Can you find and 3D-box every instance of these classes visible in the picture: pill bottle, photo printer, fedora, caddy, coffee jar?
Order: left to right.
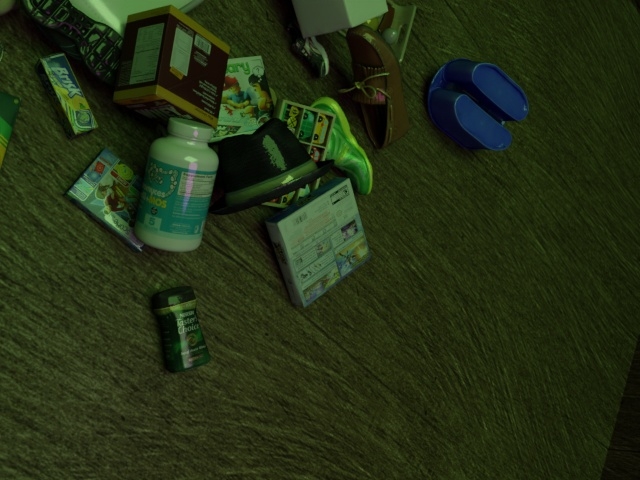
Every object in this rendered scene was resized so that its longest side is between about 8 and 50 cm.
[{"bbox_3d":[-0.442,-0.577,1.420,0.307,0.107,0.256,-47,112,-31],"label":"photo printer"},{"bbox_3d":[-0.300,-0.119,1.342,0.146,0.146,0.264,5,107,-36],"label":"pill bottle"},{"bbox_3d":[-0.315,0.198,1.432,0.096,0.079,0.185,-15,92,-37],"label":"coffee jar"},{"bbox_3d":[-0.133,-0.176,1.407,0.334,0.334,0.153,-31,104,-35],"label":"fedora"},{"bbox_3d":[0.500,-0.435,2.059,0.341,0.179,0.241,30,91,-30],"label":"caddy"}]

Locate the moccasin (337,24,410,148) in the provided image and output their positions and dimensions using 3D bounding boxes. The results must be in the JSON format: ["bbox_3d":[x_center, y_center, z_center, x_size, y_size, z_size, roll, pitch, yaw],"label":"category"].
[{"bbox_3d":[0.142,-0.418,1.766,0.147,0.139,0.380,-46,144,-21],"label":"moccasin"}]

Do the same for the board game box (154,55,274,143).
[{"bbox_3d":[-0.259,-0.334,1.544,0.305,0.053,0.193,-18,94,-32],"label":"board game box"}]

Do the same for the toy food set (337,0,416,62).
[{"bbox_3d":[0.145,-0.688,1.877,0.306,0.092,0.220,27,69,-31],"label":"toy food set"}]

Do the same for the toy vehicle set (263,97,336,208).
[{"bbox_3d":[-0.067,-0.213,1.631,0.166,0.035,0.267,7,103,-36],"label":"toy vehicle set"}]

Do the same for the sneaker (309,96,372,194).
[{"bbox_3d":[0.044,-0.246,1.755,0.123,0.109,0.296,-35,107,-12],"label":"sneaker"}]

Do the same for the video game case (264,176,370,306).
[{"bbox_3d":[0.000,0.000,1.668,0.269,0.061,0.244,-34,118,-34],"label":"video game case"}]

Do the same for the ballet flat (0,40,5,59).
[{"bbox_3d":[-0.669,-0.354,1.269,0.041,0.041,0.114,40,63,-26],"label":"ballet flat"}]

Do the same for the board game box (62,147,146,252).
[{"bbox_3d":[-0.440,-0.087,1.404,0.201,0.035,0.136,44,61,-24],"label":"board game box"}]

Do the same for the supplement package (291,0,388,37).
[{"bbox_3d":[0.025,-0.696,1.626,0.175,0.177,0.293,-38,120,-40],"label":"supplement package"}]

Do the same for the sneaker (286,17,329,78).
[{"bbox_3d":[-0.043,-0.524,1.743,0.077,0.072,0.178,-25,91,-24],"label":"sneaker"}]

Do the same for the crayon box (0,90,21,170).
[{"bbox_3d":[-0.753,-0.138,1.135,0.313,0.106,0.363,19,73,-33],"label":"crayon box"}]

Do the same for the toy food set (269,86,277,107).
[{"bbox_3d":[-0.148,-0.363,1.663,0.082,0.020,0.083,-9,90,-37],"label":"toy food set"}]

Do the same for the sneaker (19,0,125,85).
[{"bbox_3d":[-0.501,-0.428,1.318,0.101,0.106,0.267,-54,129,-11],"label":"sneaker"}]

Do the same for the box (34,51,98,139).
[{"bbox_3d":[-0.537,-0.304,1.345,0.054,0.059,0.169,-30,102,-34],"label":"box"}]

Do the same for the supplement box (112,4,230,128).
[{"bbox_3d":[-0.314,-0.359,1.364,0.191,0.129,0.194,22,73,-56],"label":"supplement box"}]

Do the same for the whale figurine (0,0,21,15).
[{"bbox_3d":[-0.662,-0.558,1.250,0.216,0.141,0.272,81,19,-49],"label":"whale figurine"}]
